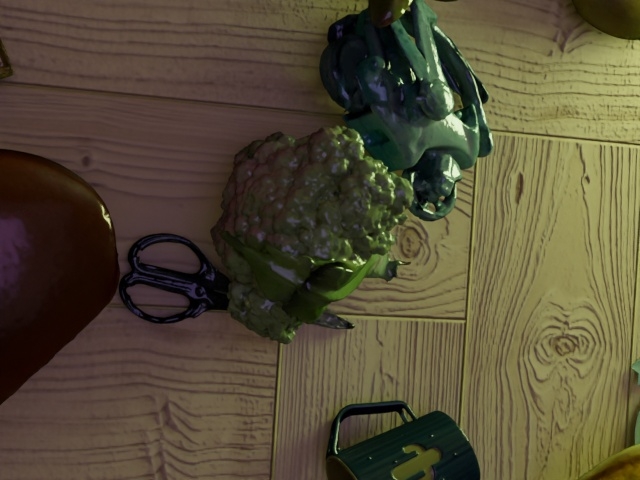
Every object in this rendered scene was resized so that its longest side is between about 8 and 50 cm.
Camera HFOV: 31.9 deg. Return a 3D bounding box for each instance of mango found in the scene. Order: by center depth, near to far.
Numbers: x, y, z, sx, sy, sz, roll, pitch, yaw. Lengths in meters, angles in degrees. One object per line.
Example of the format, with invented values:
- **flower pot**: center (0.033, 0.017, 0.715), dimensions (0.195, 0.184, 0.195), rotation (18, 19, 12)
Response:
- **mango**: center (0.419, -0.331, 1.484), dimensions (0.195, 0.092, 0.130), rotation (-5, 90, -26)

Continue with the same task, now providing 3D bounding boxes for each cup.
- **cup**: center (0.094, 0.273, 1.383), dimensions (0.155, 0.131, 0.176), rotation (-23, 72, -20)

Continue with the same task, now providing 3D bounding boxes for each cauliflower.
- **cauliflower**: center (0.000, 0.000, 1.317), dimensions (0.315, 0.239, 0.256), rotation (18, 87, -57)

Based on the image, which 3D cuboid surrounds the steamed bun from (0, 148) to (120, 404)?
- **steamed bun**: center (-0.403, 0.047, 1.156), dimensions (0.379, 0.235, 0.248), rotation (-44, 108, -11)

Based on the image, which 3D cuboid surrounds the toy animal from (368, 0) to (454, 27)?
- **toy animal**: center (0.092, -0.343, 1.238), dimensions (0.180, 0.363, 0.181), rotation (-11, 115, -12)

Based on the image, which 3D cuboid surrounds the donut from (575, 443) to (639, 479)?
- **donut**: center (0.447, 0.468, 1.382), dimensions (0.449, 0.198, 0.448), rotation (0, 91, 11)

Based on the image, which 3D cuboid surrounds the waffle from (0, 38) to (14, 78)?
- **waffle**: center (-0.467, -0.223, 1.228), dimensions (0.211, 0.055, 0.160), rotation (-22, 98, -14)

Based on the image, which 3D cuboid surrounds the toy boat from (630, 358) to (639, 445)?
- **toy boat**: center (0.496, 0.291, 1.530), dimensions (0.221, 0.067, 0.291), rotation (-16, 93, -15)

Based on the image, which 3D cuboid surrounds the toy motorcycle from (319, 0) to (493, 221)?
- **toy motorcycle**: center (0.114, -0.170, 1.369), dimensions (0.260, 0.154, 0.206), rotation (53, 54, -19)

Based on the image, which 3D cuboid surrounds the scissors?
- **scissors**: center (-0.094, 0.072, 1.365), dimensions (0.300, 0.022, 0.109), rotation (16, 90, -17)
